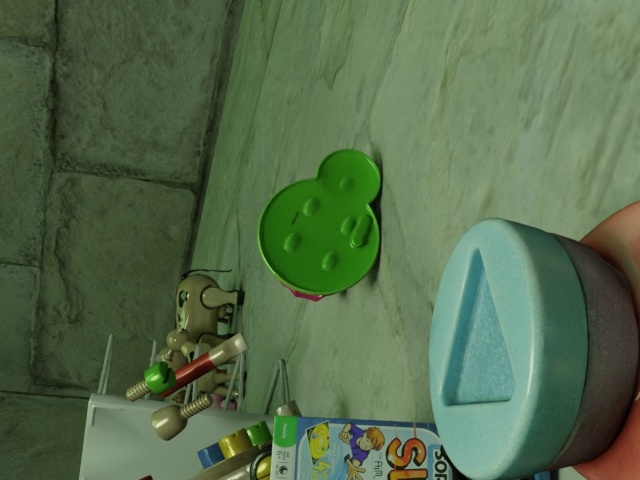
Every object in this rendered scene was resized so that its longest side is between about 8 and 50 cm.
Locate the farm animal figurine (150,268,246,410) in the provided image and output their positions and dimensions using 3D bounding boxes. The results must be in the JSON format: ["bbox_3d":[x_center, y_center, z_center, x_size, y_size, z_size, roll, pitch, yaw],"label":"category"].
[{"bbox_3d":[-0.257,0.212,1.753,0.330,0.172,0.327,132,143,-67],"label":"farm animal figurine"}]

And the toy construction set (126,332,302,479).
[{"bbox_3d":[-0.077,0.237,0.986,0.237,0.257,0.309,-32,54,14],"label":"toy construction set"}]

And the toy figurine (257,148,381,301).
[{"bbox_3d":[0.000,0.000,0.971,0.159,0.130,0.173,108,-172,-71],"label":"toy figurine"}]

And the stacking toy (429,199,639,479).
[{"bbox_3d":[0.115,0.107,0.344,0.279,0.130,0.309,124,150,-63],"label":"stacking toy"}]

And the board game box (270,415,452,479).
[{"bbox_3d":[0.027,0.234,0.623,0.035,0.136,0.201,90,-177,-72],"label":"board game box"}]

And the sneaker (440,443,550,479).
[{"bbox_3d":[0.087,0.206,0.514,0.067,0.078,0.188,-179,96,-77],"label":"sneaker"}]

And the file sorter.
[{"bbox_3d":[-0.196,0.266,1.263,0.173,0.277,0.193,-95,18,-56],"label":"file sorter"}]
